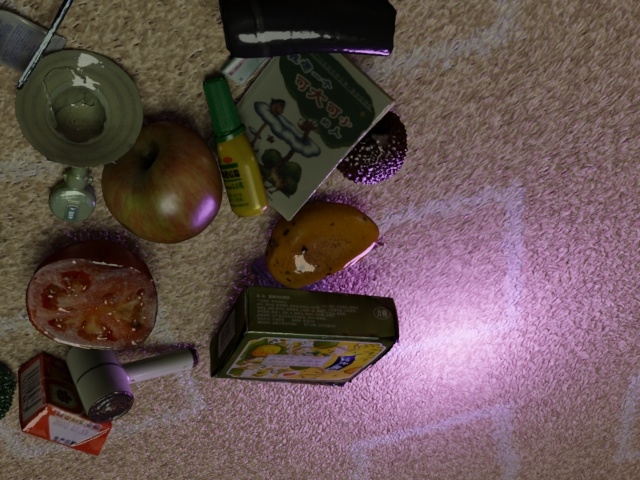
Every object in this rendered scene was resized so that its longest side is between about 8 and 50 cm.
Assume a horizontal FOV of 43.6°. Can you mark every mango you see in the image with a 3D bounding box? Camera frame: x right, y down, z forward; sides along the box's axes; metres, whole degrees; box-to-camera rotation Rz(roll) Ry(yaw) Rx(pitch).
[{"bbox_3d":[0.000,0.000,1.970,0.290,0.160,0.191,-19,99,-1],"label":"mango"}]

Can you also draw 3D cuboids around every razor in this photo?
[{"bbox_3d":[-0.026,-0.436,1.554,0.349,0.204,0.113,-4,137,-13],"label":"razor"}]

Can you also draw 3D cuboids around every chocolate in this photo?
[{"bbox_3d":[-0.679,0.432,2.140,0.235,0.237,0.108,34,104,-35],"label":"chocolate"}]

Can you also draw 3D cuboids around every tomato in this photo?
[{"bbox_3d":[-0.549,0.115,1.949,0.338,0.143,0.338,-4,132,-5],"label":"tomato"}]

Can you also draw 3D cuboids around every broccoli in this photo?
[{"bbox_3d":[-0.929,0.408,2.116,0.194,0.194,0.219,-24,156,7],"label":"broccoli"}]

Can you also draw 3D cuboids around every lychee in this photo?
[{"bbox_3d":[0.113,-0.213,1.810,0.188,0.188,0.188,-7,132,-8],"label":"lychee"}]

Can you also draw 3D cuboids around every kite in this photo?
[{"bbox_3d":[-0.002,0.053,2.118,0.360,0.022,0.204,-25,132,13],"label":"kite"}]

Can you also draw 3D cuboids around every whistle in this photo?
[{"bbox_3d":[-0.548,-0.121,1.795,0.104,0.057,0.198,9,129,-22],"label":"whistle"}]

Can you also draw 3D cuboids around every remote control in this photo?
[{"bbox_3d":[-0.138,-0.397,1.675,0.065,0.029,0.166,30,118,-35],"label":"remote control"}]

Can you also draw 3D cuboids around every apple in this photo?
[{"bbox_3d":[-0.333,-0.115,1.730,0.264,0.264,0.264,-7,132,-8],"label":"apple"}]

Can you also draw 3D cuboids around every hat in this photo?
[{"bbox_3d":[-0.497,-0.256,1.646,0.252,0.252,0.110,9,170,-22],"label":"hat"}]

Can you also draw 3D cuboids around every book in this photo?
[{"bbox_3d":[-0.051,-0.251,1.729,0.260,0.043,0.371,43,116,1],"label":"book"}]

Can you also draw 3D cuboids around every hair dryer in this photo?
[{"bbox_3d":[-0.482,0.349,2.170,0.362,0.203,0.128,-11,137,-31],"label":"hair dryer"}]

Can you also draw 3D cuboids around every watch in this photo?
[{"bbox_3d":[-0.521,-0.453,1.458,0.275,0.068,0.276,-35,130,-4],"label":"watch"}]

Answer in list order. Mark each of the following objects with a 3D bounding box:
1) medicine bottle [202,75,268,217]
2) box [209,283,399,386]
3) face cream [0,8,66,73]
[{"bbox_3d":[-0.188,-0.201,1.731,0.076,0.111,0.308,-25,108,-39],"label":"medicine bottle"},{"bbox_3d":[-0.053,0.264,2.131,0.420,0.138,0.373,6,151,-19],"label":"box"},{"bbox_3d":[-0.617,-0.395,1.543,0.224,0.070,0.114,20,126,-43],"label":"face cream"}]
